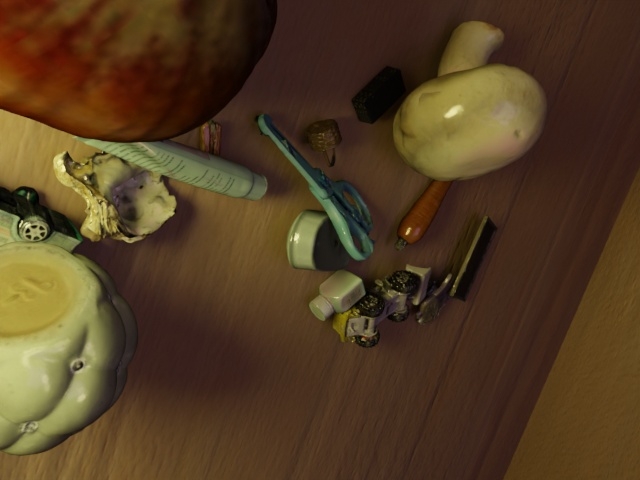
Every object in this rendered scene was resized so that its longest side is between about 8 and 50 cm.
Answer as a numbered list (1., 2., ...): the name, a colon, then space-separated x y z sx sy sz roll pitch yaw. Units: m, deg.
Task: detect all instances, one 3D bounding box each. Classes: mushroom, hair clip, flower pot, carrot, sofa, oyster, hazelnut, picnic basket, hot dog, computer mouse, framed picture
1. mushroom: 0.335 -0.264 1.185 0.356 0.315 0.315 -42 134 -23
2. hair clip: 0.316 0.163 1.561 0.146 0.056 0.187 -45 139 -10
3. flower pot: -0.341 0.121 0.649 0.246 0.246 0.195 -22 148 -36
4. carrot: 0.280 -0.106 1.380 0.336 0.069 0.069 -53 138 -15
5. sofa: 0.121 -0.297 1.137 0.118 0.039 0.060 -46 135 -17
6. oyster: -0.301 -0.075 0.807 0.191 0.081 0.163 53 44 -48
7. hazelnut: -0.233 -0.278 0.567 0.409 0.359 0.359 15 99 -41
8. picnic basket: 0.011 -0.182 1.062 0.072 0.072 0.083 -39 128 -24
9. hot dog: -0.183 -0.159 0.915 0.037 0.021 0.083 -5 115 -33
10. computer mouse: 0.000 0.000 1.143 0.231 0.079 0.127 7 97 -61
11. framed picture: 0.452 0.059 1.632 0.184 0.016 0.250 20 93 -63

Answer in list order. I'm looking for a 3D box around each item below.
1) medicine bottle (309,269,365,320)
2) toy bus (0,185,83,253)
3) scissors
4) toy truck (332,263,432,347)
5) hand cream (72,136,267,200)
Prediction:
1. medicine bottle: 0.034 0.123 1.238 0.118 0.074 0.055 -39 134 -25
2. toy bus: -0.433 -0.033 0.683 0.109 0.091 0.262 -53 137 4
3. scissors: 0.006 -0.106 1.070 0.032 0.180 0.393 -25 132 24
4. toy truck: 0.149 0.144 1.339 0.286 0.111 0.136 -27 138 -36
5. hand cream: -0.201 -0.112 0.842 0.331 0.085 0.058 10 79 -56
